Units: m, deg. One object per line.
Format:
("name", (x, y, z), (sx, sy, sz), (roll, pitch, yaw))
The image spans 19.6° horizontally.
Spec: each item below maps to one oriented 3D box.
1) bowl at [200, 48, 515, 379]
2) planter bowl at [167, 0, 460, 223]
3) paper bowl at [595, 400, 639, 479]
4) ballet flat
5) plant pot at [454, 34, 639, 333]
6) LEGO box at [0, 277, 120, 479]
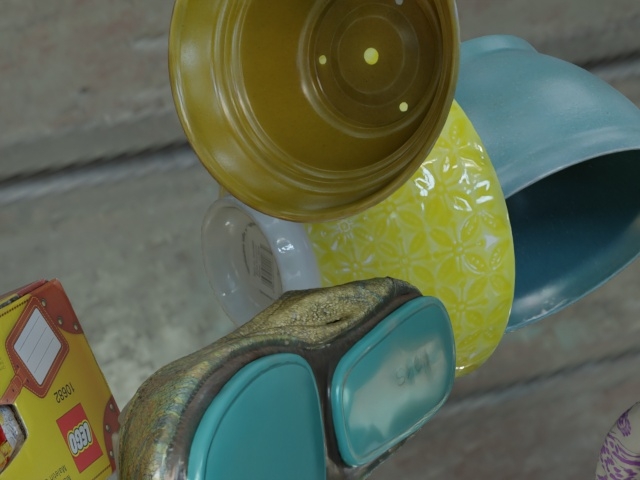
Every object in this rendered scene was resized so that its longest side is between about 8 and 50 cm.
("bowl", (0.000, 0.000, 1.460), (0.156, 0.289, 0.289), (-21, 151, -32))
("planter bowl", (0.014, -0.121, 1.199), (0.217, 0.217, 0.090), (-44, 160, 26))
("paper bowl", (0.263, 0.171, 0.842), (0.148, 0.284, 0.284), (-26, 151, -19))
("ballet flat", (-0.035, 0.093, 0.915), (0.123, 0.123, 0.348), (-43, 173, 24))
("plant pot", (0.170, -0.067, 1.740), (0.293, 0.196, 0.293), (-22, 153, -12))
("LEGO box", (-0.438, 0.235, 1.564), (0.372, 0.193, 0.500), (-22, -174, 22))
